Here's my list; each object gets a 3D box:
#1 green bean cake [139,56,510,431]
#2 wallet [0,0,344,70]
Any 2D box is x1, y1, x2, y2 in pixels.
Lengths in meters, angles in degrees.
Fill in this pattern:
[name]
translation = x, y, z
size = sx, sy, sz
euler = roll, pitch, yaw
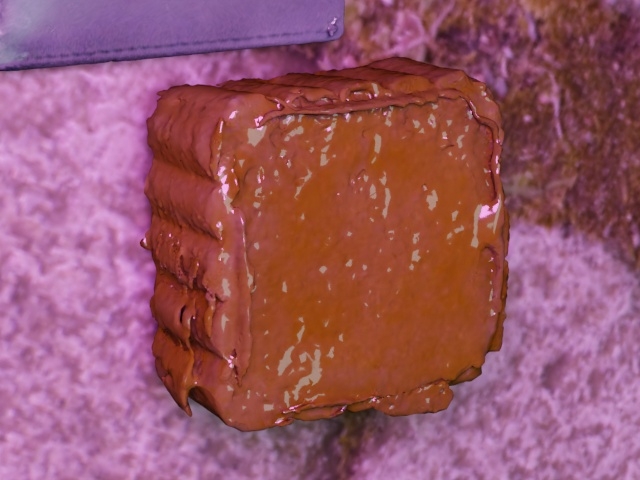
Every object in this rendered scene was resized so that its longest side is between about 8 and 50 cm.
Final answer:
[green bean cake]
translation = 0.000, 0.000, 1.247
size = 0.229, 0.131, 0.224
euler = -8, 107, -29
[wallet]
translation = -0.100, -0.255, 1.184
size = 0.251, 0.054, 0.290
euler = -6, 109, -22
